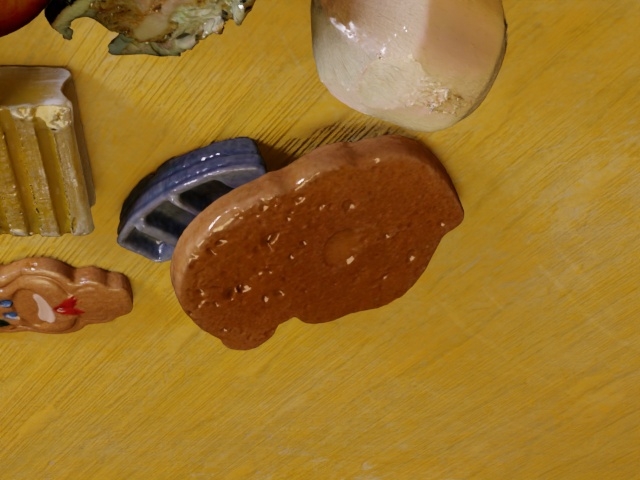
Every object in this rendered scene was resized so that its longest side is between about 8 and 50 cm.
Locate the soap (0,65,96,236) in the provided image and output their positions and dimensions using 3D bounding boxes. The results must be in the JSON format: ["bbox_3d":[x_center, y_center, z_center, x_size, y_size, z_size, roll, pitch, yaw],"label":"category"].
[{"bbox_3d":[-0.411,-0.116,1.564,0.173,0.089,0.274,0,144,-3],"label":"soap"}]

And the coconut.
[{"bbox_3d":[0.091,-0.240,1.324,0.234,0.224,0.224,11,144,-38],"label":"coconut"}]

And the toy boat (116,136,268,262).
[{"bbox_3d":[-0.182,-0.061,1.665,0.283,0.078,0.127,-31,135,33],"label":"toy boat"}]

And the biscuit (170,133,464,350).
[{"bbox_3d":[0.000,-0.001,1.684,0.455,0.078,0.350,-17,143,-10],"label":"biscuit"}]

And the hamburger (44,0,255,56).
[{"bbox_3d":[-0.172,-0.312,1.242,0.168,0.192,0.288,29,160,-28],"label":"hamburger"}]

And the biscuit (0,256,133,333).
[{"bbox_3d":[-0.483,0.099,1.894,0.334,0.047,0.202,-1,144,-3],"label":"biscuit"}]

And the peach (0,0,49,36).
[{"bbox_3d":[-0.388,-0.314,1.177,0.243,0.199,0.243,25,176,2],"label":"peach"}]
